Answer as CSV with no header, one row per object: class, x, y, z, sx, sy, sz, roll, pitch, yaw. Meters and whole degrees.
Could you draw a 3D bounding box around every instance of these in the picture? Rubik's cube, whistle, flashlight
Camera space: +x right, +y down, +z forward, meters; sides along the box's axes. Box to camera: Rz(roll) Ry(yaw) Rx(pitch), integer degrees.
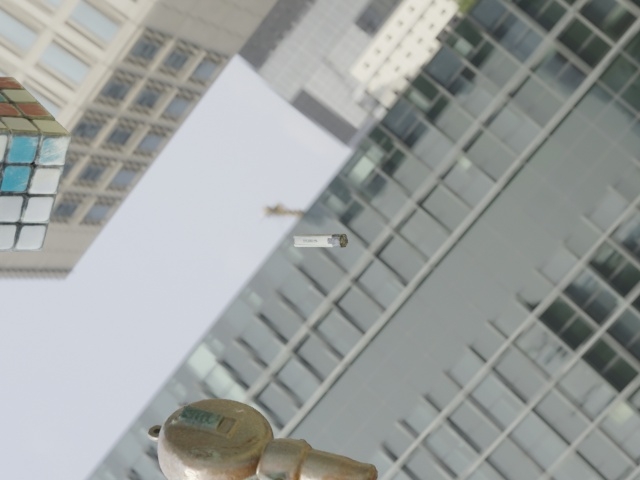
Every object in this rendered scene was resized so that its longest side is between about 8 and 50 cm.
Rubik's cube,-0.646,-0.143,2.098,0.258,0.256,0.253,-3,-148,-40
whistle,-0.057,0.194,1.031,0.220,0.057,0.107,13,-151,16
flashlight,0.000,0.000,1.556,0.083,0.018,0.018,0,-172,40
